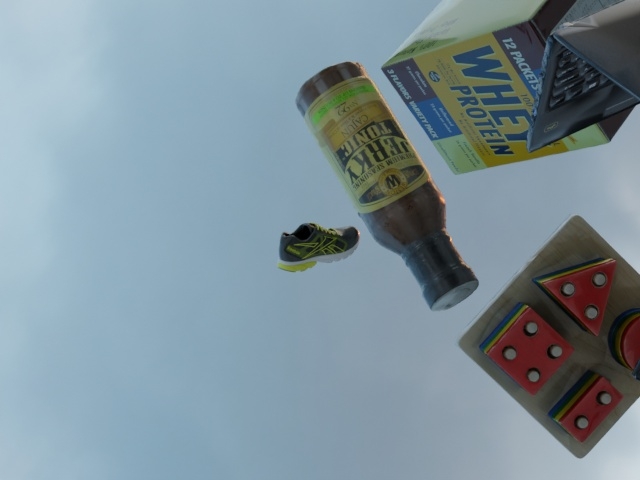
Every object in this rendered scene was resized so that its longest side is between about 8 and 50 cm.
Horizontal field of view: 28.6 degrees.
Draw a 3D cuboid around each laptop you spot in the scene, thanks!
[{"bbox_3d":[0.273,-0.110,0.799,0.264,0.234,0.137,81,165,-69],"label":"laptop"}]

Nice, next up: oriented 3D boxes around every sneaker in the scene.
[{"bbox_3d":[0.000,0.000,1.051,0.083,0.031,0.035,-22,-59,-35],"label":"sneaker"}]

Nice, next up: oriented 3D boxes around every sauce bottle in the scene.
[{"bbox_3d":[0.089,-0.071,1.600,0.111,0.111,0.344,-5,-123,-50],"label":"sauce bottle"}]

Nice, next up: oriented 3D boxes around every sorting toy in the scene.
[{"bbox_3d":[0.373,0.141,1.775,0.257,0.089,0.255,43,-92,-8],"label":"sorting toy"}]

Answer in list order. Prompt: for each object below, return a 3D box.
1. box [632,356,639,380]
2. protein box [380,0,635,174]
[{"bbox_3d":[0.554,0.135,1.543,0.270,0.216,0.060,28,-153,13],"label":"box"},{"bbox_3d":[0.207,-0.187,1.173,0.136,0.199,0.201,53,-122,-19],"label":"protein box"}]
